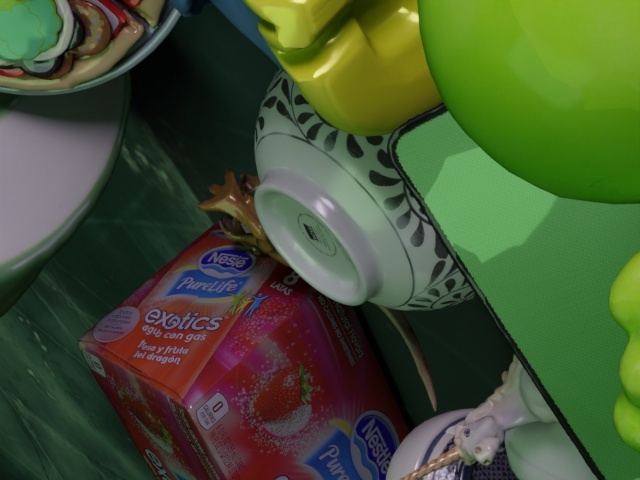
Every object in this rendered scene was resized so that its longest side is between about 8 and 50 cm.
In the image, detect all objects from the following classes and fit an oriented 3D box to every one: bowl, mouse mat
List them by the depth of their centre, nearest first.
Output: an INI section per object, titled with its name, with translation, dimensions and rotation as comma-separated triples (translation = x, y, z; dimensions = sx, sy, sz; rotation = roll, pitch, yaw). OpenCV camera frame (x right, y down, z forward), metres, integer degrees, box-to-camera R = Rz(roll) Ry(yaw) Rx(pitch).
[mouse mat]
translation = 0.130, 0.007, 0.698
dimensions = 0.153, 0.007, 0.189
rotation = -25, 106, 31
[bowl]
translation = 0.021, -0.021, 0.871
dimensions = 0.170, 0.080, 0.170
rotation = 40, 157, 20

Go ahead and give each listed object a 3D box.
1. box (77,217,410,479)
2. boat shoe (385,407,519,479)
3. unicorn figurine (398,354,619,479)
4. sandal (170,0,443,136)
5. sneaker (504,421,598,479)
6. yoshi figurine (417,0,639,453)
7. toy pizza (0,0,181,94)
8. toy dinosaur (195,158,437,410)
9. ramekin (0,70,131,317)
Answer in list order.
[box]
translation = -0.027, 0.130, 1.144
dimensions = 0.123, 0.128, 0.257
rotation = 24, 147, 45
[boat shoe]
translation = 0.190, 0.207, 0.910
dimensions = 0.340, 0.127, 0.158
rotation = 45, 153, -13
[unicorn figurine]
translation = 0.104, 0.048, 0.796
dimensions = 0.060, 0.161, 0.111
rotation = 17, 177, -28
[sandal]
translation = -0.050, -0.180, 0.692
dimensions = 0.138, 0.126, 0.317
rotation = 28, 149, 49
[sneaker]
translation = 0.159, 0.076, 0.808
dimensions = 0.212, 0.080, 0.094
rotation = 4, 119, 53
[yoshi figurine]
translation = 0.134, -0.007, 0.538
dimensions = 0.203, 0.203, 0.362
rotation = 29, 149, 45
[toy pizza]
translation = -0.156, -0.159, 0.875
dimensions = 0.201, 0.032, 0.201
rotation = 6, 120, 10
[toy dinosaur]
translation = 0.000, 0.000, 0.987
dimensions = 0.112, 0.064, 0.211
rotation = 45, 176, -31
[ramekin]
translation = -0.253, -0.084, 0.996
dimensions = 0.303, 0.303, 0.148
rotation = 51, 150, -8
